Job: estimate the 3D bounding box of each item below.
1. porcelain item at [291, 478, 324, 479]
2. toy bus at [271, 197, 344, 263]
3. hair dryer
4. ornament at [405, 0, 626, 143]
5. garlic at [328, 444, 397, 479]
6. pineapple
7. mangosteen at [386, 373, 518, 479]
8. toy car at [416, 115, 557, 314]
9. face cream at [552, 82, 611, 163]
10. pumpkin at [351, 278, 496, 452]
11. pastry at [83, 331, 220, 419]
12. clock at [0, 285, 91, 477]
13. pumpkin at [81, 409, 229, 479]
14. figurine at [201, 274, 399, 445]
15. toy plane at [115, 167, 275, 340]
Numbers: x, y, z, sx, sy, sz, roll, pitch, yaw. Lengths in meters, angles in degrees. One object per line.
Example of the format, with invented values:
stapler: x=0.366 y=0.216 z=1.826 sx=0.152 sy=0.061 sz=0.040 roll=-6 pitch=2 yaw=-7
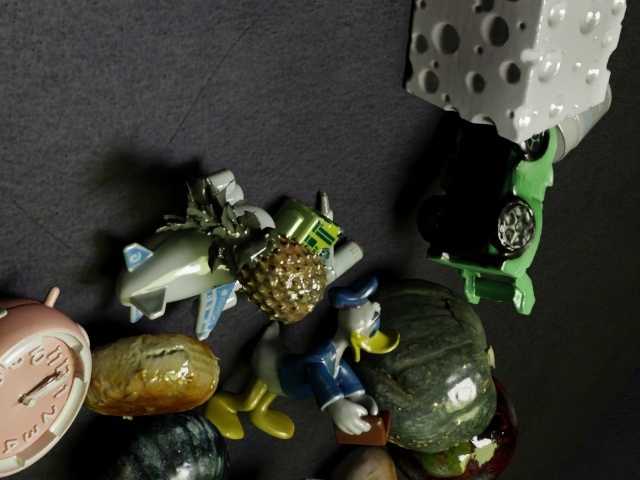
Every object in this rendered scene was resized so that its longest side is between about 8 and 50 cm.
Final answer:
porcelain item: x=-0.082 y=0.582 z=1.620 sx=0.157 sy=0.282 sz=0.285 roll=22 pitch=59 yaw=-57
toy bus: x=-0.054 y=0.022 z=1.412 sx=0.175 sy=0.088 sz=0.101 roll=-53 pitch=142 yaw=-1
hair dryer: x=-0.006 y=0.003 z=1.503 sx=0.155 sy=0.044 sz=0.183 roll=-38 pitch=136 yaw=-25
ornament: x=0.308 y=-0.332 z=1.423 sx=0.239 sy=0.240 sz=0.239 roll=-27 pitch=135 yaw=-34
garlic: x=0.102 y=0.569 z=1.950 sx=0.151 sy=0.196 sz=0.338 roll=-26 pitch=148 yaw=-16
pineapple: x=-0.096 y=0.006 z=1.173 sx=0.251 sy=0.125 sz=0.125 roll=41 pitch=84 yaw=-32
mangosteen: x=0.268 y=0.391 z=1.907 sx=0.311 sy=0.311 sz=0.311 roll=-30 pitch=137 yaw=-32
toy car: x=0.305 y=-0.069 z=1.568 sx=0.177 sy=0.213 sz=0.358 roll=19 pitch=82 yaw=-35
face cream: x=0.430 y=-0.256 z=1.682 sx=0.153 sy=0.177 sz=0.177 roll=-44 pitch=143 yaw=-20
pumpkin: x=0.188 y=0.233 z=1.641 sx=0.258 sy=0.327 sz=0.291 roll=-14 pitch=140 yaw=9
pastry: x=-0.243 y=0.195 z=1.267 sx=0.182 sy=0.093 sz=0.192 roll=-16 pitch=159 yaw=17
clock: x=-0.395 y=0.171 z=1.105 sx=0.241 sy=0.142 sz=0.227 roll=-36 pitch=141 yaw=-41
pumpkin: x=-0.251 y=0.361 z=1.378 sx=0.233 sy=0.163 sz=0.233 roll=-32 pitch=154 yaw=-18
figurine: x=0.009 y=0.209 z=1.458 sx=0.205 sy=0.284 sz=0.338 roll=8 pitch=115 yaw=-60
toy plane: x=-0.169 y=0.025 z=1.255 sx=0.267 sy=0.123 sz=0.266 roll=-32 pitch=139 yaw=-33
